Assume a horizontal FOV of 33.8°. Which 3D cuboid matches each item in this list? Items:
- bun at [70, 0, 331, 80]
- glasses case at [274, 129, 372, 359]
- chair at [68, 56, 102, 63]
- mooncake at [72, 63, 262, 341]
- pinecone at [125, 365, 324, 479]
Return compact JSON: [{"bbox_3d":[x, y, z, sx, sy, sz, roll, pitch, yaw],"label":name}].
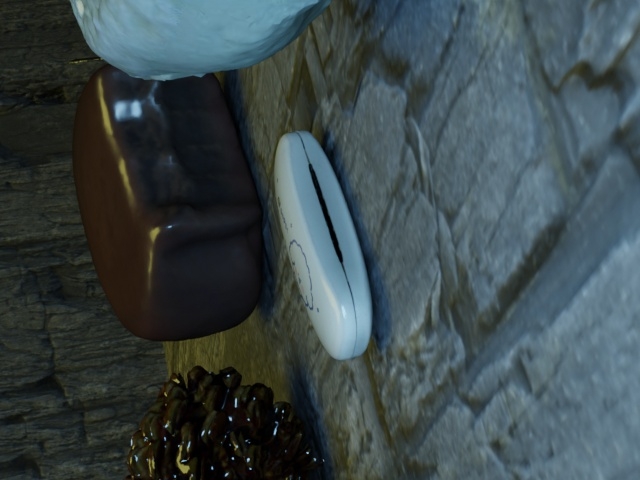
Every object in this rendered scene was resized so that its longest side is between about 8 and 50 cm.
[{"bbox_3d":[-0.061,-0.255,0.586,0.354,0.194,0.355,173,90,-75],"label":"bun"},{"bbox_3d":[0.000,0.000,0.814,0.076,0.049,0.197,100,157,-54],"label":"glasses case"},{"bbox_3d":[-0.205,-0.297,1.251,0.246,0.172,0.159,5,109,47],"label":"chair"},{"bbox_3d":[-0.181,-0.058,1.266,0.326,0.174,0.334,49,139,49],"label":"mooncake"},{"bbox_3d":[-0.101,0.240,1.092,0.221,0.221,0.222,171,90,-77],"label":"pinecone"}]
